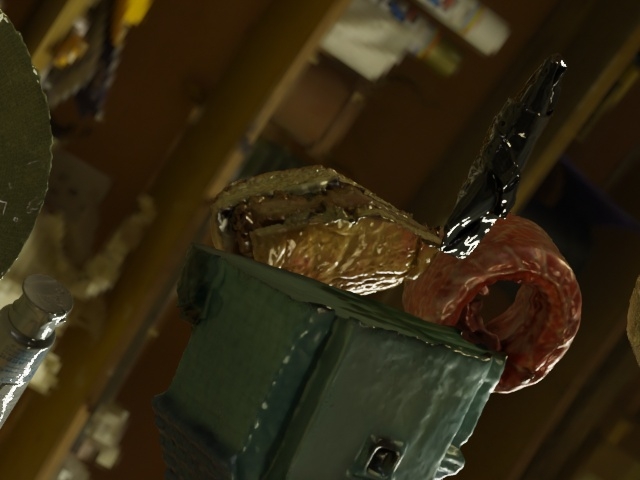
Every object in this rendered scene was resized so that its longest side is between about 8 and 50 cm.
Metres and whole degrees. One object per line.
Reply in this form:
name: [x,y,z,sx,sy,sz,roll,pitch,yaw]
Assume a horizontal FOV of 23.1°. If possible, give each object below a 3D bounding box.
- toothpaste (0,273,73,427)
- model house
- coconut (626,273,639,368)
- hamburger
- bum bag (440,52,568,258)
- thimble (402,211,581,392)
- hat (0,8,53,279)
toothpaste: [-0.395,0.164,1.897,0.299,0.114,0.073,-52,-133,29]
model house: [-0.018,0.210,1.570,0.252,0.295,0.329,19,-90,51]
coconut: [0.546,0.141,2.137,0.239,0.244,0.239,-22,-159,9]
hamburger: [0.000,0.000,1.988,0.245,0.282,0.155,-43,-137,4]
bum bag: [0.203,-0.091,1.719,0.248,0.060,0.123,-66,170,-2]
thimble: [0.236,0.088,2.173,0.239,0.239,0.162,-54,-156,11]
hat: [-0.323,-0.069,1.072,0.130,0.257,0.257,20,-103,46]
